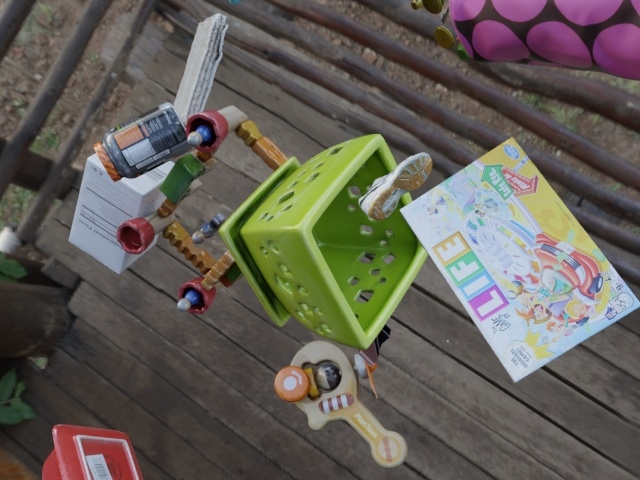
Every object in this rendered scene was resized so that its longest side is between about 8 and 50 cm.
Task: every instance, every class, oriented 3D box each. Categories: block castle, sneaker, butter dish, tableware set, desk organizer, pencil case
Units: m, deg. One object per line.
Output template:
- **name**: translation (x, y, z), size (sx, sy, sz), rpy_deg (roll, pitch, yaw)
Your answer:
- **block castle**: translation (-0.254, -0.055, 1.496), size (0.303, 0.213, 0.453), rpy_deg (44, 124, 0)
- **sneaker**: translation (0.069, -0.057, 0.625), size (0.083, 0.037, 0.032), rpy_deg (-42, 121, -9)
- **butter dish**: translation (-0.350, 0.369, 0.968), size (0.118, 0.160, 0.160), rpy_deg (-38, 57, 11)
- **tableware set**: translation (0.226, -0.396, 1.182), size (0.154, 0.104, 0.024), rpy_deg (44, 74, 11)
- **desk organizer**: translation (0.127, 0.232, 1.507), size (0.047, 0.130, 0.050), rpy_deg (45, 110, -4)
- **pencil case**: translation (0.202, -0.166, 0.488), size (0.209, 0.098, 0.095), rpy_deg (25, 74, 44)

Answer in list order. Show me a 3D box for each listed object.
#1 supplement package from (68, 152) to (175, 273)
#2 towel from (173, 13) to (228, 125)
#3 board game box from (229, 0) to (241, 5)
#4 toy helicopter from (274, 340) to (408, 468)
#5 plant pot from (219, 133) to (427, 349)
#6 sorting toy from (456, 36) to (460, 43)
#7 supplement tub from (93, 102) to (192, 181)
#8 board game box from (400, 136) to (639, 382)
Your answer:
- **supplement package**: translation (-0.520, -0.094, 1.732), size (0.175, 0.177, 0.293), rpy_deg (32, 128, 4)
- **towel**: translation (-0.305, -0.424, 1.643), size (0.049, 0.187, 0.282), rpy_deg (17, 94, -25)
- **board game box**: translation (-0.088, -0.576, 1.075), size (0.253, 0.336, 0.079), rpy_deg (-33, 76, -6)
- **toy helicopter**: translation (0.078, 0.376, 1.537), size (0.235, 0.140, 0.355), rpy_deg (-44, 67, -6)
- **plant pot**: translation (0.000, 0.000, 0.973), size (0.207, 0.228, 0.227), rpy_deg (0, 39, 41)
- **sorting toy**: translation (0.347, -0.477, 1.347), size (0.132, 0.274, 0.046), rpy_deg (-26, 109, 27)
- **supplement tub**: translation (-0.384, -0.210, 1.419), size (0.190, 0.117, 0.117), rpy_deg (-28, 77, -7)
- **board game box**: translation (0.145, 0.013, 0.490), size (0.103, 0.026, 0.154), rpy_deg (-34, 72, 5)
